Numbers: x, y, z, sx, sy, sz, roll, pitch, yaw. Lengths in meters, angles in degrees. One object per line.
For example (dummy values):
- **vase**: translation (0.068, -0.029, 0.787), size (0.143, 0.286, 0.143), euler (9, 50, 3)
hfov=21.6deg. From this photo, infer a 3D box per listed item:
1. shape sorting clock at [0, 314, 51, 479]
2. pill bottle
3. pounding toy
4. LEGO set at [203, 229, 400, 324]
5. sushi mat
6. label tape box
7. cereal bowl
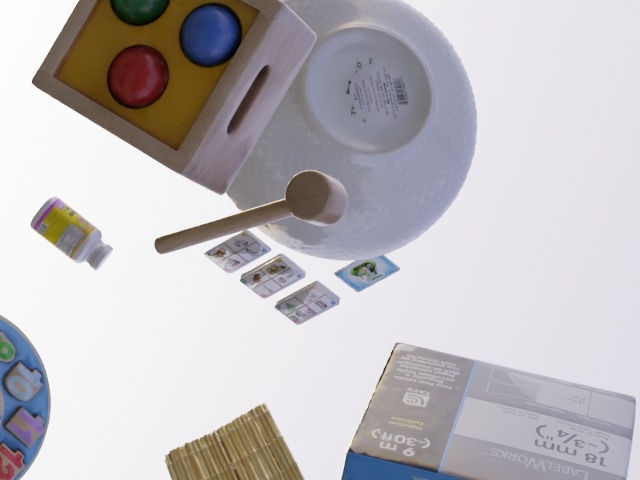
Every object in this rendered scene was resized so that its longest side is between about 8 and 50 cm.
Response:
- **shape sorting clock**: translation (-0.357, 0.161, 1.608), size (0.040, 0.206, 0.206), euler (10, -97, 61)
- **pill bottle**: translation (-0.255, -0.006, 1.731), size (0.043, 0.083, 0.043), euler (-52, 180, 0)
- **pounding toy**: translation (-0.078, -0.077, 1.087), size (0.181, 0.206, 0.094), euler (-59, 162, 1)
- **LEGO set**: translation (0.000, 0.000, 2.137), size (0.244, 0.182, 0.060), euler (-30, -143, 33)
- **sushi mat**: translation (-0.093, 0.307, 2.022), size (0.151, 0.019, 0.316), euler (-25, -152, -5)
- **label tape box**: translation (0.143, 0.227, 1.472), size (0.334, 0.240, 0.106), euler (-59, 159, -64)
- **cereal bowl**: translation (0.035, -0.155, 1.984), size (0.141, 0.339, 0.339), euler (133, -33, -69)
